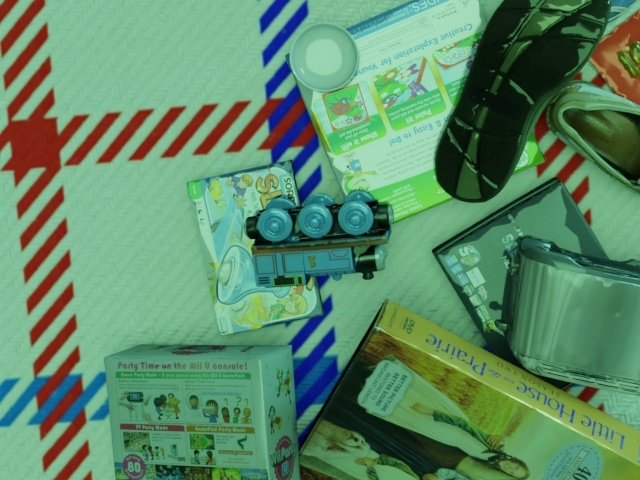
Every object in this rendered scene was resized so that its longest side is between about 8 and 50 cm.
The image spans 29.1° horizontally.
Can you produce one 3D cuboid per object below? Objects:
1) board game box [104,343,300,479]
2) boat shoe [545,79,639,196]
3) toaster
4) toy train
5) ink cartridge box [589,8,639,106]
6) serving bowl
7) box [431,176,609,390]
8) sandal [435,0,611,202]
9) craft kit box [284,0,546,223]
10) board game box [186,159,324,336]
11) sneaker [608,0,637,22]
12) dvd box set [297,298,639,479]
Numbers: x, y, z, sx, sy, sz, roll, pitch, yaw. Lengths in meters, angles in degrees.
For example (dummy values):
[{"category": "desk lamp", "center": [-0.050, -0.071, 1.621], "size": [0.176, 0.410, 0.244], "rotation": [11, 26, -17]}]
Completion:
[{"category": "board game box", "center": [-0.140, 0.284, 1.522], "size": [0.224, 0.097, 0.303], "rotation": [-2, 95, 25]}, {"category": "boat shoe", "center": [0.408, -0.092, 1.482], "size": [0.302, 0.103, 0.113], "rotation": [25, 107, 5]}, {"category": "toaster", "center": [0.322, 0.089, 1.445], "size": [0.227, 0.129, 0.146], "rotation": [12, 99, -2]}, {"category": "toy train", "center": [0.000, 0.000, 1.494], "size": [0.184, 0.080, 0.105], "rotation": [-5, 105, 8]}, {"category": "ink cartridge box", "center": [0.567, -0.232, 1.482], "size": [0.385, 0.091, 0.308], "rotation": [-38, 92, 4]}, {"category": "serving bowl", "center": [0.005, -0.221, 1.490], "size": [0.083, 0.027, 0.083], "rotation": [0, 95, 2]}, {"category": "box", "center": [0.274, 0.065, 1.536], "size": [0.183, 0.059, 0.232], "rotation": [-30, 93, 4]}, {"category": "sandal", "center": [0.229, -0.185, 1.455], "size": [0.120, 0.086, 0.302], "rotation": [35, 115, 11]}, {"category": "craft kit box", "center": [0.117, -0.163, 1.529], "size": [0.250, 0.061, 0.246], "rotation": [-22, 91, 5]}, {"category": "board game box", "center": [-0.081, 0.009, 1.562], "size": [0.136, 0.035, 0.201], "rotation": [-13, 94, 4]}, {"category": "sneaker", "center": [0.313, -0.289, 1.494], "size": [0.211, 0.081, 0.080], "rotation": [-29, 92, 5]}, {"category": "dvd box set", "center": [0.197, 0.281, 1.484], "size": [0.420, 0.062, 0.307], "rotation": [28, 128, 0]}]
